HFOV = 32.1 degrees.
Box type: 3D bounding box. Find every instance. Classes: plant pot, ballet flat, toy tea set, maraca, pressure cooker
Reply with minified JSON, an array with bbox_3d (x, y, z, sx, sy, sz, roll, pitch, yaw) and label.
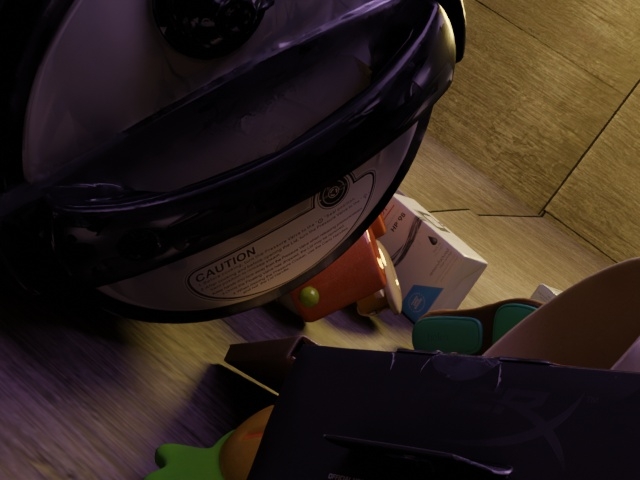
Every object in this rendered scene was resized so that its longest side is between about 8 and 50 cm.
[{"bbox_3d":[0.259,0.198,0.889,0.274,0.256,0.256,50,13,-5],"label":"plant pot"},{"bbox_3d":[0.192,0.098,1.144,0.073,0.080,0.232,8,-5,-36],"label":"ballet flat"},{"bbox_3d":[0.000,0.000,1.185,0.336,0.124,0.200,49,25,-73],"label":"toy tea set"},{"bbox_3d":[-0.016,0.148,0.673,0.186,0.099,0.127,-1,23,-38],"label":"maraca"},{"bbox_3d":[-0.122,-0.142,0.848,0.376,0.369,0.420,15,19,-42],"label":"pressure cooker"}]

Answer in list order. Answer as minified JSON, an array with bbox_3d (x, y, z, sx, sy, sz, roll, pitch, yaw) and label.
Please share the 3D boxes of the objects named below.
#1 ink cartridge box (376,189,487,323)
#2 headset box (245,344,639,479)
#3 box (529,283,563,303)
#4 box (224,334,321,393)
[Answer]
[{"bbox_3d":[0.104,0.014,1.370,0.060,0.104,0.180,14,23,-51],"label":"ink cartridge box"},{"bbox_3d":[0.115,0.156,0.562,0.218,0.110,0.293,0,-32,43],"label":"headset box"},{"bbox_3d":[0.337,0.127,1.542,0.101,0.087,0.102,16,21,-50],"label":"box"},{"bbox_3d":[0.021,0.119,0.815,0.164,0.021,0.201,31,-14,-11],"label":"box"}]
